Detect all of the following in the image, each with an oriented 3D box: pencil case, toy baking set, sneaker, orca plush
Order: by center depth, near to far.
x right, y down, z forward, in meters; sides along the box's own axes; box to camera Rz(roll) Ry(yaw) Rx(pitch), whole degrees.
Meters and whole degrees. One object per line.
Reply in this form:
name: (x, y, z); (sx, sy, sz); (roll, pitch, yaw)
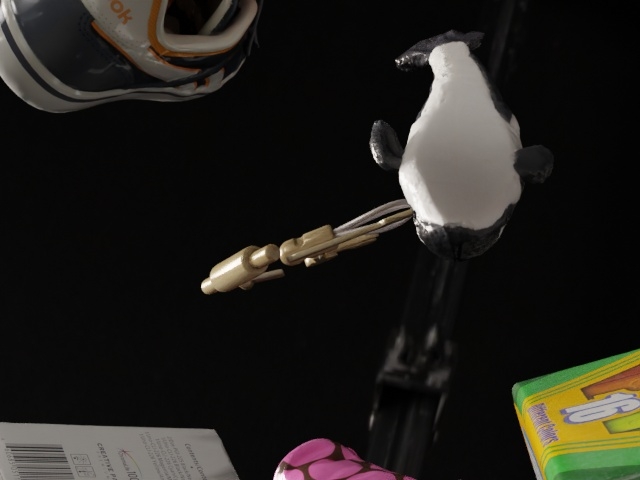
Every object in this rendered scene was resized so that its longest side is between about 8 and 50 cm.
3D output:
sneaker: (-0.091, -0.166, 0.944); (0.126, 0.127, 0.321); (59, -156, -5)
orca plush: (0.107, -0.067, 1.215); (0.151, 0.102, 0.287); (-5, -138, -13)
pencil case: (0.045, 0.243, 1.301); (0.098, 0.095, 0.209); (-52, -148, -18)
toy baking set: (-0.006, 0.002, 1.393); (0.197, 0.256, 0.030); (-19, -95, -26)

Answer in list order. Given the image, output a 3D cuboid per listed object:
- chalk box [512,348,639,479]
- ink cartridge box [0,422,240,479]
chalk box: (0.243, 0.114, 0.538); (0.289, 0.180, 0.179); (-18, -86, 3)
ink cartridge box: (-0.167, 0.314, 1.143); (0.272, 0.309, 0.130); (7, -155, -28)
